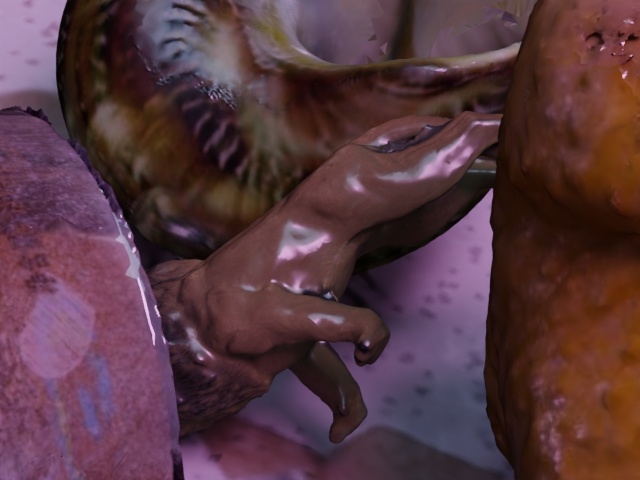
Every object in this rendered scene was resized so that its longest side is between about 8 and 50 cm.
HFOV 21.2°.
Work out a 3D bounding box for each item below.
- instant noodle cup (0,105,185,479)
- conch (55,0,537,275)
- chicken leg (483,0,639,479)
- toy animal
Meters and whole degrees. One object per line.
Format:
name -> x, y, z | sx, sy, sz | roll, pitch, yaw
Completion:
instant noodle cup -> -0.165, 0.059, 0.464 | 0.207, 0.217, 0.217 | -11, 46, -32
conch -> -0.009, -0.064, 0.681 | 0.187, 0.124, 0.181 | -21, 49, -19
chicken leg -> 0.096, 0.050, 0.452 | 0.182, 0.295, 0.409 | 5, 31, 26
toy animal -> 0.011, 0.013, 0.583 | 0.220, 0.069, 0.086 | -31, 75, 4
